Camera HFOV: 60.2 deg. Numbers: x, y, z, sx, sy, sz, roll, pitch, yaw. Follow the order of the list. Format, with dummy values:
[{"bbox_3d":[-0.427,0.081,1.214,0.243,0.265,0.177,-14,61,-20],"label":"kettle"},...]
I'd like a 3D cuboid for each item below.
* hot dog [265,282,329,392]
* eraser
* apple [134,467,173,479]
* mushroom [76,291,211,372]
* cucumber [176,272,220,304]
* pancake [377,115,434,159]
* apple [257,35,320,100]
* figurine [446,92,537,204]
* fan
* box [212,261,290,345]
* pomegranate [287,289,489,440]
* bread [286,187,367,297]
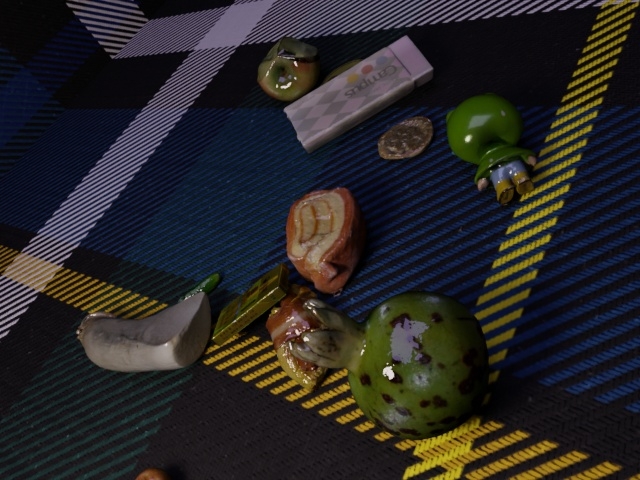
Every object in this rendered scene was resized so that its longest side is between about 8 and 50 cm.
[{"bbox_3d":[-0.047,0.172,1.114,0.123,0.093,0.261,-33,43,4],"label":"hot dog"},{"bbox_3d":[0.100,-0.404,1.524,0.396,0.082,0.213,-30,52,7],"label":"eraser"},{"bbox_3d":[-0.313,0.471,1.040,0.084,0.071,0.084,-13,55,19],"label":"apple"},{"bbox_3d":[-0.442,0.228,1.297,0.397,0.126,0.177,-10,39,26],"label":"mushroom"},{"bbox_3d":[-0.306,0.133,1.356,0.155,0.037,0.037,-39,43,-3],"label":"cucumber"},{"bbox_3d":[0.210,-0.254,1.376,0.151,0.025,0.152,-17,47,20],"label":"pancake"},{"bbox_3d":[-0.094,-0.531,1.708,0.207,0.174,0.188,-24,24,15],"label":"apple"},{"bbox_3d":[0.361,-0.200,1.160,0.162,0.143,0.263,-27,54,18],"label":"figurine"},{"bbox_3d":[0.048,-0.445,1.654,0.335,0.011,0.230,-29,44,9],"label":"fan"},{"bbox_3d":[-0.148,0.136,1.197,0.193,0.030,0.121,-40,18,15],"label":"box"},{"bbox_3d":[0.121,0.168,0.852,0.242,0.306,0.242,-36,32,26],"label":"pomegranate"},{"bbox_3d":[0.012,-0.003,1.212,0.190,0.123,0.244,-19,47,16],"label":"bread"}]
